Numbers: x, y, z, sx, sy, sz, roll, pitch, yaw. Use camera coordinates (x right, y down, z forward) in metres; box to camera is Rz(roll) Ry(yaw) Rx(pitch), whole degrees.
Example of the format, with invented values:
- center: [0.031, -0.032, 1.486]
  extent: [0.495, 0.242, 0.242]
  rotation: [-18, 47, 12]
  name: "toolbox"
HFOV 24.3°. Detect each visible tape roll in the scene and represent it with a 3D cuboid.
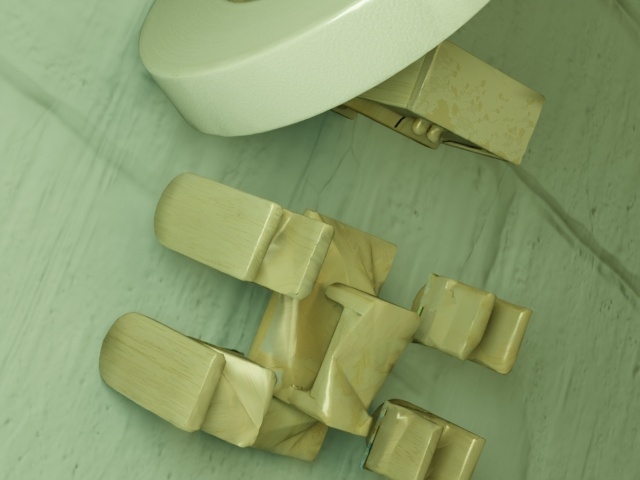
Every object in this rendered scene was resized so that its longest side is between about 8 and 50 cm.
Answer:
- center: [0.020, -0.243, 1.272]
  extent: [0.072, 0.392, 0.392]
  rotation: [53, 50, -28]
  name: "tape roll"

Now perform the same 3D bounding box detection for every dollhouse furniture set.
- center: [0.000, 0.000, 1.392]
  extent: [0.362, 0.256, 0.394]
  rotation: [22, 90, -43]
  name: "dollhouse furniture set"
